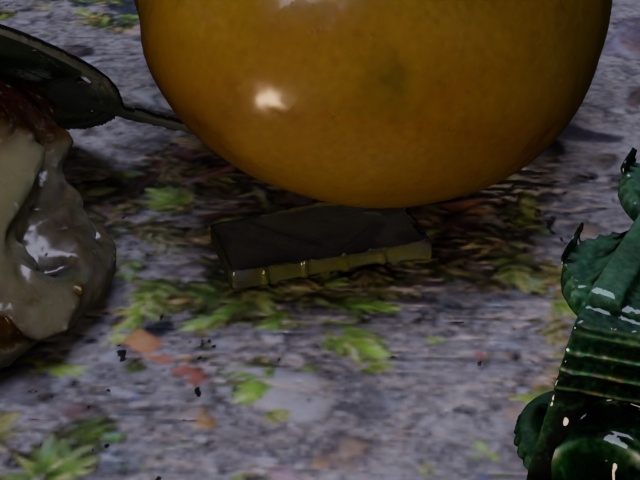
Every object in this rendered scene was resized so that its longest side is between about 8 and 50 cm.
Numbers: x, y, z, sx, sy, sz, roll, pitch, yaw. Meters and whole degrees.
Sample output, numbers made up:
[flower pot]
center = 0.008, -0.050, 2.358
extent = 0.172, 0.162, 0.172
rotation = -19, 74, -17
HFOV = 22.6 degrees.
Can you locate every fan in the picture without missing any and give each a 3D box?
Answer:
[fan]
center = -0.192, -0.087, 0.963
extent = 0.294, 0.012, 0.223
rotation = 19, -16, -40

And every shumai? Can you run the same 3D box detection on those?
[shumai]
center = -0.199, -0.020, 0.833
extent = 0.201, 0.120, 0.201
rotation = 1, 29, -1

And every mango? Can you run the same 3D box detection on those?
[mango]
center = 0.026, -0.167, 0.949
extent = 0.300, 0.232, 0.445
rotation = 24, 30, -6

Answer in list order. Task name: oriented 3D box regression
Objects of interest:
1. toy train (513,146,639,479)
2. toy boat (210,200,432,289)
[toy train]
center = 0.205, 0.038, 0.719
extent = 0.178, 0.138, 0.330
rotation = 21, 34, 18
[toy boat]
center = 0.000, 0.000, 0.891
extent = 0.115, 0.016, 0.063
rotation = -9, 32, -13
